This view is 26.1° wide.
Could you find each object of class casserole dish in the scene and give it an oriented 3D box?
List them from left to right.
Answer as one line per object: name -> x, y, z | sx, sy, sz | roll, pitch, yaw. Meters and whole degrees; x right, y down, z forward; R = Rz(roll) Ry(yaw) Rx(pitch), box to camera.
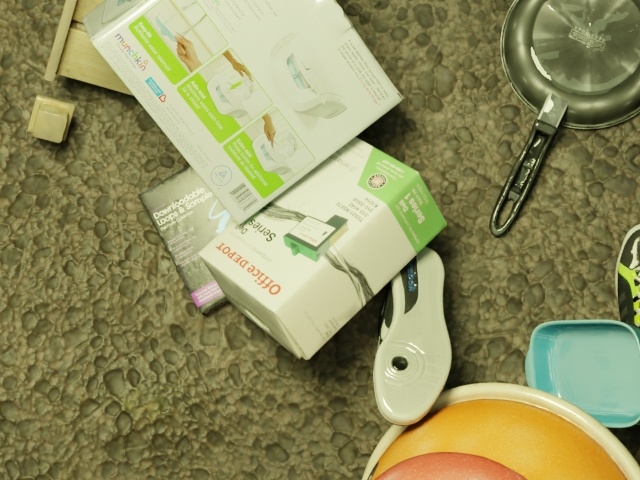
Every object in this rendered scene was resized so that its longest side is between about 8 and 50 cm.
casserole dish -> 0.297, 0.141, 1.491 | 0.037, 0.188, 0.114 | -5, 89, -33

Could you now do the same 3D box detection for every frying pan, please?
frying pan -> 0.257, -0.184, 1.578 | 0.326, 0.053, 0.197 | -41, 81, -3

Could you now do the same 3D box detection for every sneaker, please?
sneaker -> 0.098, 0.125, 1.506 | 0.079, 0.121, 0.217 | 9, 55, 1
sneaker -> 0.369, 0.094, 1.507 | 0.084, 0.097, 0.235 | 0, 84, 6

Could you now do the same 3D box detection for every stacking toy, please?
stacking toy -> 0.102, 0.337, 1.282 | 0.350, 0.480, 0.351 | 2, 95, 28

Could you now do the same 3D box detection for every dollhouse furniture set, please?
dollhouse furniture set -> -0.147, -0.265, 1.624 | 0.303, 0.174, 0.356 | 16, 115, -15

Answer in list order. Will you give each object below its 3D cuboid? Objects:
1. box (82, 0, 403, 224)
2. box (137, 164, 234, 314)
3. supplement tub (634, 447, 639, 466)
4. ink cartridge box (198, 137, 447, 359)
box -> -0.082, -0.195, 1.481 | 0.231, 0.127, 0.262 | -38, 115, 1
box -> -0.125, -0.012, 1.604 | 0.116, 0.029, 0.162 | -30, 81, 1
supplement tub -> 0.429, 0.278, 1.456 | 0.198, 0.106, 0.106 | 32, 88, -17
ink cartridge box -> 0.000, 0.000, 1.503 | 0.219, 0.093, 0.160 | -44, 43, -13
